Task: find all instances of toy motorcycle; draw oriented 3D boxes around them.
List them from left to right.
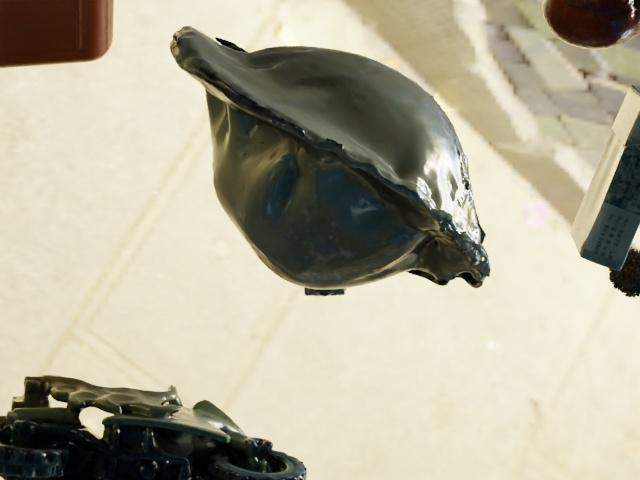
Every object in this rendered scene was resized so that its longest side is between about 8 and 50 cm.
[{"bbox_3d":[-0.229,0.260,1.948,0.410,0.237,0.169,8,92,-18],"label":"toy motorcycle"}]

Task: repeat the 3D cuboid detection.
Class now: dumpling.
[{"bbox_3d":[-0.007,-0.055,0.923,0.142,0.247,0.172,-53,151,0],"label":"dumpling"}]

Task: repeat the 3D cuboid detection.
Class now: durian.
[{"bbox_3d":[0.470,0.043,2.352,0.080,0.091,0.080,46,28,-33],"label":"durian"}]

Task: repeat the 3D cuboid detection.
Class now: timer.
[{"bbox_3d":[-0.340,-0.316,1.663,0.257,0.161,0.250,-5,63,-3],"label":"timer"}]

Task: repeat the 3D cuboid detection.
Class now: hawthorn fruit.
[{"bbox_3d":[0.304,-0.268,1.728,0.128,0.128,0.128,-3,95,-36],"label":"hawthorn fruit"}]

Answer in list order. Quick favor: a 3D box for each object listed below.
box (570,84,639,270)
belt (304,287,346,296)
[{"bbox_3d":[0.150,-0.032,0.780,0.024,0.054,0.083,21,103,0],"label":"box"},{"bbox_3d":[0.000,0.000,2.088,0.072,0.302,0.087,-4,72,2],"label":"belt"}]
